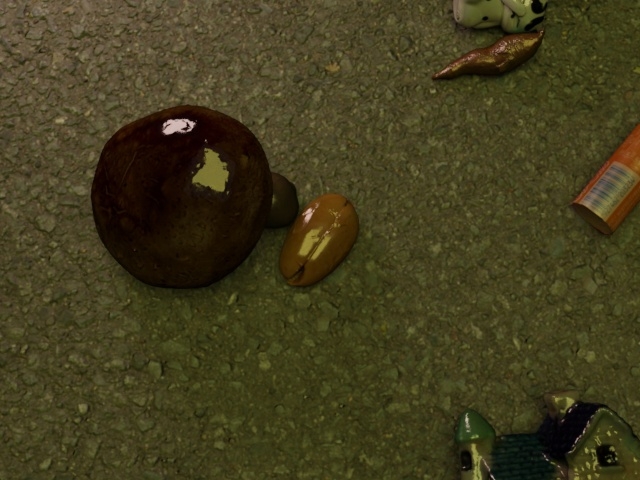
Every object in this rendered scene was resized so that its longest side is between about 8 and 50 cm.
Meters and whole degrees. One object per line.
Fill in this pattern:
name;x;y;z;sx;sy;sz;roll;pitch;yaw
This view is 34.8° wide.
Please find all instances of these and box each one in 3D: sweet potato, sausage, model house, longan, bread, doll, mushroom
sweet potato;0.318;-0.334;1.898;0.226;0.068;0.068;-20;82;16
sausage;0.588;-0.155;1.852;0.093;0.093;0.312;40;84;6
model house;0.380;0.395;1.705;0.298;0.243;0.284;-3;77;-11
longan;-0.085;-0.073;1.847;0.119;0.106;0.106;-28;80;-46
bread;0.000;0.000;1.835;0.114;0.077;0.189;38;77;-17
doll;0.333;-0.439;1.885;0.181;0.107;0.110;13;126;4
mushroom;-0.251;-0.074;1.770;0.239;0.345;0.345;-4;80;-36
